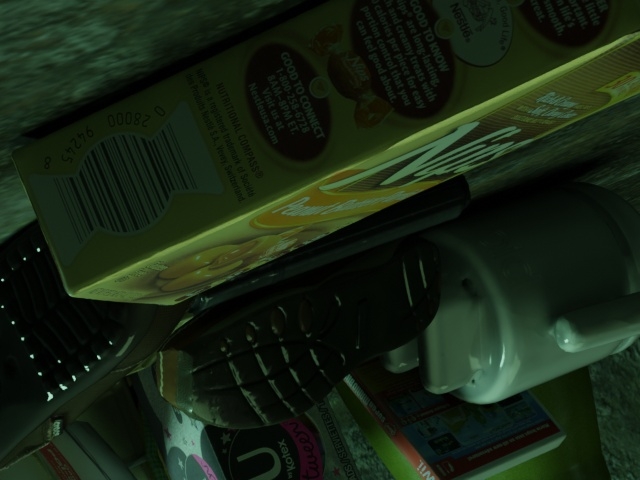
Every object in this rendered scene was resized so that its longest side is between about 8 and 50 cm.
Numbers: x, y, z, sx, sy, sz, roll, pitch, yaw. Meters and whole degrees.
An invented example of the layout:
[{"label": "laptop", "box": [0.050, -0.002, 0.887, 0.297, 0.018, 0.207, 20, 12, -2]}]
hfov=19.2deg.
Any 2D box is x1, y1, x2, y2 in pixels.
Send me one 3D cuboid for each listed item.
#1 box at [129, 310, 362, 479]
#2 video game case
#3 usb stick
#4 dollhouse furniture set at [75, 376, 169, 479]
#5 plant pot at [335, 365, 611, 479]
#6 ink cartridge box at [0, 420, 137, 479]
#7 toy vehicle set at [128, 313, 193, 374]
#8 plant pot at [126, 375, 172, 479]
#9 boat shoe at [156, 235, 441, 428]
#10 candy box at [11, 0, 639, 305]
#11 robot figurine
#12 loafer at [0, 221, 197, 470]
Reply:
[{"label": "box", "box": [-0.080, 0.189, 1.916, 0.142, 0.247, 0.163, -21, 172, -24]}, {"label": "video game case", "box": [0.116, 0.143, 2.092, 0.204, 0.285, 0.025, -16, 147, -42]}, {"label": "usb stick", "box": [0.000, 0.000, 1.587, 0.278, 0.045, 0.077, -20, 174, -26]}, {"label": "dollhouse furniture set", "box": [-0.245, 0.259, 2.121, 0.301, 0.197, 0.151, -27, 170, 36]}, {"label": "plant pot", "box": [0.204, 0.200, 2.454, 0.366, 0.353, 0.366, -23, 173, -3]}, {"label": "ink cartridge box", "box": [-0.306, 0.279, 1.857, 0.207, 0.117, 0.283, -42, 168, 3]}, {"label": "toy vehicle set", "box": [-0.219, 0.108, 1.736, 0.166, 0.035, 0.267, -21, 172, -18]}, {"label": "plant pot", "box": [-0.180, 0.283, 2.267, 0.237, 0.254, 0.237, -23, 173, -3]}, {"label": "boat shoe", "box": [-0.029, 0.069, 1.664, 0.120, 0.122, 0.324, 21, -152, 36]}, {"label": "candy box", "box": [0.019, -0.066, 0.994, 0.316, 0.087, 0.183, -24, 173, 10]}, {"label": "robot figurine", "box": [0.227, 0.053, 2.052, 0.353, 0.200, 0.300, -19, -151, -32]}, {"label": "loafer", "box": [-0.204, 0.090, 1.265, 0.366, 0.134, 0.130, -28, 171, 37]}]
